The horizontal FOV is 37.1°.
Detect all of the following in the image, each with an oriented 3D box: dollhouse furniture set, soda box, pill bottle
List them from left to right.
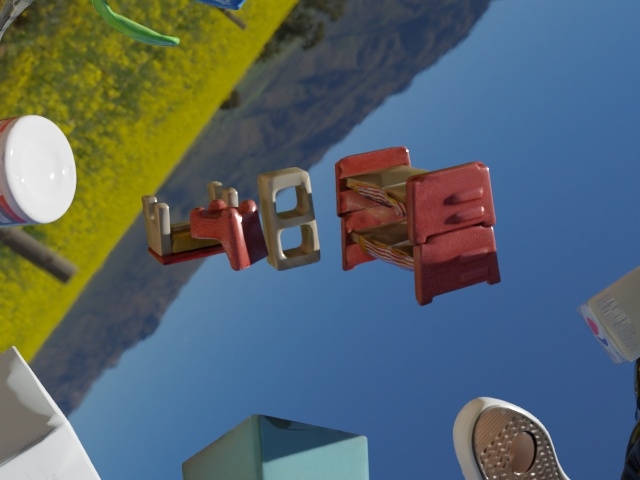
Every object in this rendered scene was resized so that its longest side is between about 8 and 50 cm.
[{"bbox_3d":[-0.530,-0.094,1.443,0.283,0.161,0.161,-4,-146,23],"label":"pill bottle"},{"bbox_3d":[0.000,0.000,1.136,0.374,0.152,0.201,-13,-164,-22],"label":"dollhouse furniture set"},{"bbox_3d":[0.464,0.039,1.179,0.286,0.091,0.098,-34,168,0],"label":"soda box"}]

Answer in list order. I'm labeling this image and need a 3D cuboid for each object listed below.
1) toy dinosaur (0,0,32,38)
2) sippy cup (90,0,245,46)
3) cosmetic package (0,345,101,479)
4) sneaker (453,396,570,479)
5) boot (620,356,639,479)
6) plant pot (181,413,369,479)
[{"bbox_3d":[-0.274,-0.324,0.968,0.268,0.118,0.064,-47,-133,-3],"label":"toy dinosaur"},{"bbox_3d":[-0.184,-0.430,1.295,0.305,0.224,0.240,-58,-151,27],"label":"sippy cup"},{"bbox_3d":[-0.323,0.284,0.835,0.284,0.097,0.377,-34,151,-21],"label":"cosmetic package"},{"bbox_3d":[0.193,0.257,1.022,0.123,0.290,0.106,9,-122,46],"label":"sneaker"},{"bbox_3d":[0.284,0.091,0.647,0.348,0.131,0.260,87,26,-55],"label":"boot"},{"bbox_3d":[-0.043,0.347,1.078,0.166,0.165,0.234,-41,-136,38],"label":"plant pot"}]
